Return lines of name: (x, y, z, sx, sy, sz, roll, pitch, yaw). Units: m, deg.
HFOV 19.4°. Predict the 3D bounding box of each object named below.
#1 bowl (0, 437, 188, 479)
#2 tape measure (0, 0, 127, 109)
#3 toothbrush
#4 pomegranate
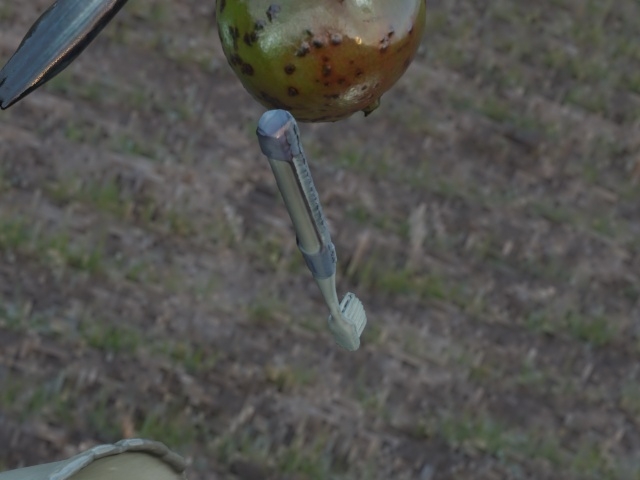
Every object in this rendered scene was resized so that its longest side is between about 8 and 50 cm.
bowl: (-0.172, 0.221, 0.803, 0.146, 0.313, 0.313, 13, 23, 21)
tape measure: (-0.006, -0.192, 0.685, 0.098, 0.351, 0.215, 50, -7, 3)
toothbrush: (0.000, 0.000, 0.840, 0.016, 0.219, 0.019, 19, 69, 19)
pomegranate: (-0.009, -0.180, 1.324, 0.159, 0.205, 0.159, -18, 12, 4)
